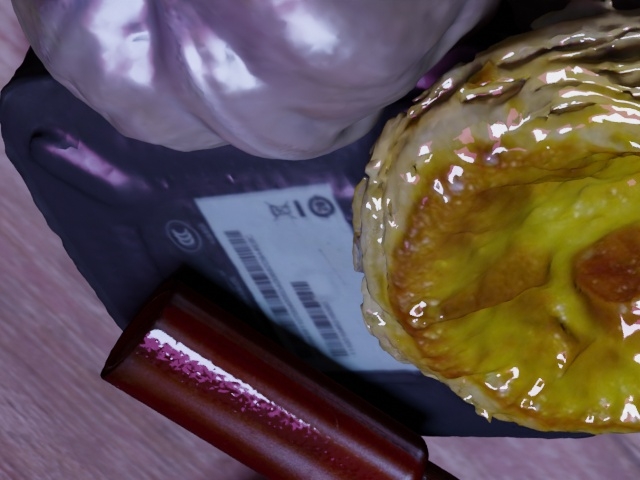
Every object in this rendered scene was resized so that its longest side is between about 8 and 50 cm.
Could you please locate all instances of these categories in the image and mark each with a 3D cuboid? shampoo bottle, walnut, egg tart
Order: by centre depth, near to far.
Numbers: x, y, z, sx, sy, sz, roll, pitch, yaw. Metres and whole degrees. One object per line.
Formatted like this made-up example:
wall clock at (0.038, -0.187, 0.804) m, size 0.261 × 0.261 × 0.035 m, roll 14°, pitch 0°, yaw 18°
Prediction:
walnut at (-0.023, -0.158, 0.556) m, size 0.248 × 0.248 × 0.248 m, roll 14°, pitch 137°, yaw 13°
egg tart at (0.154, -0.015, 0.611) m, size 0.295 × 0.116 × 0.295 m, roll -1°, pitch 138°, yaw -1°
shampoo bottle at (-0.012, 0.126, 0.834) m, size 0.260 × 0.064 × 0.102 m, roll 34°, pitch 138°, yaw -12°

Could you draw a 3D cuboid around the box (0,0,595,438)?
box at (0.000, 0.000, 0.810) m, size 0.350 × 0.091 × 0.359 m, roll -3°, pitch 133°, yaw 29°
